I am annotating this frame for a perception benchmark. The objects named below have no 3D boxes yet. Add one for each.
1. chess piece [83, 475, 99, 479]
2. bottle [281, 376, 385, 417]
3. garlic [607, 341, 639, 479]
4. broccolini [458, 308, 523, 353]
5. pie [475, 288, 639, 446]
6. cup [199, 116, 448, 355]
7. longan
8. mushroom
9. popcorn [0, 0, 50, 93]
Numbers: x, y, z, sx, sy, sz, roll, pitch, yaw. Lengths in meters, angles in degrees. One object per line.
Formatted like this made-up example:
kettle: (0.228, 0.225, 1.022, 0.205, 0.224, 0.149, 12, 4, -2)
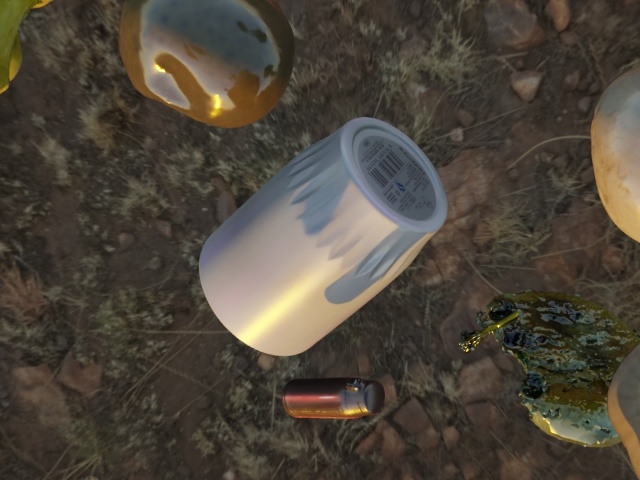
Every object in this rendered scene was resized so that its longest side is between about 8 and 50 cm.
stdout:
chess piece: (-0.242, 0.378, 0.997, 0.170, 0.094, 0.094, 24, 92, -17)
bottle: (0.018, 0.214, 1.040, 0.164, 0.060, 0.060, -13, 91, 46)
garlic: (0.379, 0.130, 0.551, 0.259, 0.317, 0.317, 7, 92, -29)
broccolini: (0.304, 0.156, 1.342, 0.042, 0.218, 0.044, 26, 62, -7)
pie: (0.459, 0.214, 1.378, 0.297, 0.371, 0.078, -4, 127, -12)
cup: (0.000, 0.000, 1.181, 0.253, 0.253, 0.371, 50, 129, 0)
longan: (-0.209, -0.359, 1.408, 0.350, 0.288, 0.288, 33, 92, 14)
mushroom: (0.522, -0.123, 1.134, 0.298, 0.290, 0.297, 1, 85, -11)
popcorn: (-0.326, -0.188, 0.612, 0.217, 0.235, 0.181, -41, 122, -4)
